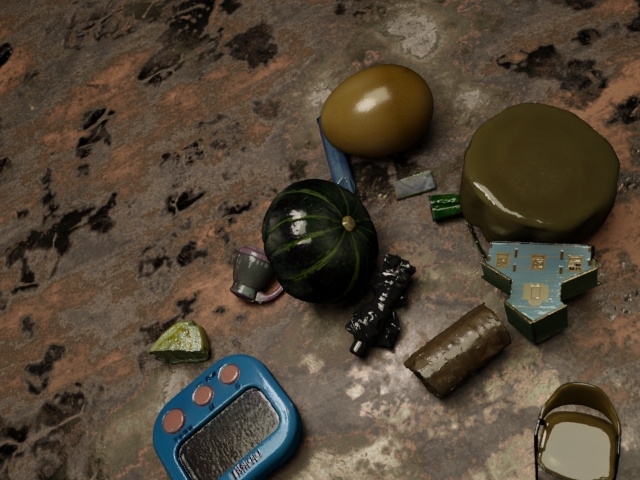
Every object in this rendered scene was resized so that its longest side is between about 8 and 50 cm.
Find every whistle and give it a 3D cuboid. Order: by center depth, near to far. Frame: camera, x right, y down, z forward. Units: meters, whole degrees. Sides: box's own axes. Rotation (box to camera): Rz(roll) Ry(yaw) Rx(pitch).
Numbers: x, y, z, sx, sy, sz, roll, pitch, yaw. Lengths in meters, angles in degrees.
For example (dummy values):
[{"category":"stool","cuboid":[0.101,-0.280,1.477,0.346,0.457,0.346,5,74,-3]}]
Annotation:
[{"category":"whistle","cuboid":[0.047,-0.240,2.099,0.062,0.062,0.304,-19,58,8]}]

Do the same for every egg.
[{"category":"egg","cuboid":[0.155,-0.357,2.014,0.323,0.250,0.250,-17,58,12]}]

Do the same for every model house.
[{"category":"model house","cuboid":[0.503,0.126,1.664,0.271,0.178,0.206,3,62,18]}]

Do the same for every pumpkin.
[{"category":"pumpkin","cuboid":[0.000,0.000,1.828,0.241,0.323,0.323,-22,53,38]}]

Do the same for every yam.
[{"category":"yam","cuboid":[0.320,0.261,1.680,0.238,0.129,0.128,-36,56,-4]}]

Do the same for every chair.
[{"category":"chair","cuboid":[0.522,0.405,1.460,0.159,0.247,0.172,7,66,23]}]

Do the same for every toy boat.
[{"category":"toy boat","cuboid":[0.260,-0.153,2.002,0.115,0.016,0.063,-17,58,10]}]

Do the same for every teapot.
[{"category":"teapot","cuboid":[-0.177,0.101,1.973,0.116,0.148,0.145,6,71,62]}]

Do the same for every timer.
[{"category":"timer","cuboid":[-0.228,0.466,1.763,0.340,0.115,0.309,-40,56,-5]}]

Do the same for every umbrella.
[{"category":"umbrella","cuboid":[0.153,0.169,1.807,0.110,0.122,0.272,3,62,58]}]

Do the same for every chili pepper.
[{"category":"chili pepper","cuboid":[0.402,-0.101,1.903,0.227,0.059,0.088,-7,47,11]}]

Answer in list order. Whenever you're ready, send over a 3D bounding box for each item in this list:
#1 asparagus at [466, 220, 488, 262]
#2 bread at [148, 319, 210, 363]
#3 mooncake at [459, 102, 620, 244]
[{"category":"asparagus","cuboid":[0.408,0.013,1.859,0.013,0.016,0.166,-51,47,39]},{"category":"bread","cuboid":[-0.373,0.265,1.934,0.157,0.103,0.110,-3,66,10]},{"category":"mooncake","cuboid":[0.525,-0.137,1.767,0.379,0.200,0.378,-1,60,2]}]
